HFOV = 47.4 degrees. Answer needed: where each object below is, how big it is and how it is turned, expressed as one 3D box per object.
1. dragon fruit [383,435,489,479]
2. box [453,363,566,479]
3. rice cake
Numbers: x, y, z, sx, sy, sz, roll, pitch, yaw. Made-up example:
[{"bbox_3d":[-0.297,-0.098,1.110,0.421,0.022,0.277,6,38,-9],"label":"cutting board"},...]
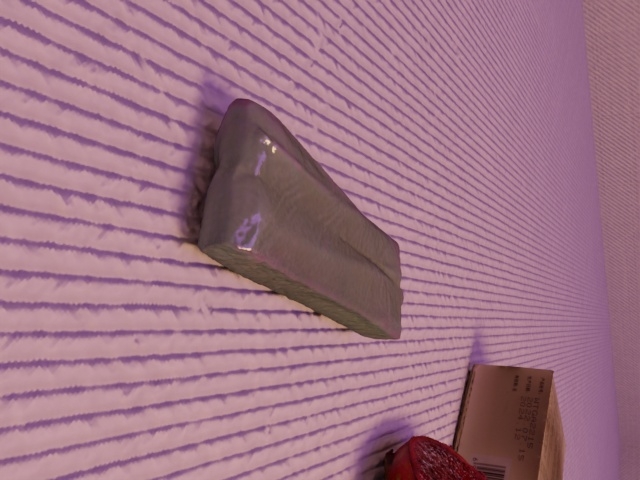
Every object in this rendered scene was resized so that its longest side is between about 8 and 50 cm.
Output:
[{"bbox_3d":[0.086,0.241,0.561,0.111,0.153,0.153,-51,155,11],"label":"dragon fruit"},{"bbox_3d":[0.207,0.269,0.798,0.168,0.095,0.212,64,36,-38],"label":"box"},{"bbox_3d":[0.000,0.001,0.441,0.222,0.042,0.080,36,53,-57],"label":"rice cake"}]
